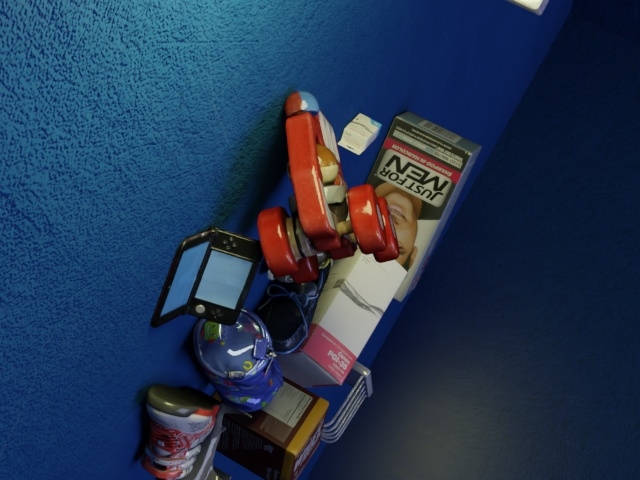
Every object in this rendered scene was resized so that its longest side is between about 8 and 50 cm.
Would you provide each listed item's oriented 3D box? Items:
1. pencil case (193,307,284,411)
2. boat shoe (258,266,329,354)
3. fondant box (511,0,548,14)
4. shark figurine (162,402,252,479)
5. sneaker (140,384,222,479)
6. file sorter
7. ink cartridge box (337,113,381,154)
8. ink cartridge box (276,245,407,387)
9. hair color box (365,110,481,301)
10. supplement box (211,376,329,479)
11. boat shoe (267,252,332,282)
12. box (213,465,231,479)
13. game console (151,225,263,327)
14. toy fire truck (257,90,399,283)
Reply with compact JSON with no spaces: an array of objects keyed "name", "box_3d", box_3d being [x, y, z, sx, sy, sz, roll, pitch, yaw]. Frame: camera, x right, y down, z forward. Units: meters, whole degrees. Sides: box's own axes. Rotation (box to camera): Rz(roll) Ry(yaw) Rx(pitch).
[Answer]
[{"name":"pencil case","box_3d":[-0.130,0.203,1.722,0.306,0.133,0.119,85,22,-70]},{"name":"boat shoe","box_3d":[-0.052,0.095,1.933,0.089,0.109,0.258,95,9,-45]},{"name":"fondant box","box_3d":[0.313,-0.556,1.622,0.330,0.238,0.096,-65,167,13]},{"name":"shark figurine","box_3d":[-0.204,0.398,1.859,0.278,0.116,0.166,-57,171,8]},{"name":"sneaker","box_3d":[-0.234,0.310,1.624,0.145,0.090,0.270,-63,171,-5]},{"name":"file sorter","box_3d":[-0.004,0.349,2.421,0.173,0.193,0.277,-56,167,-13]},{"name":"ink cartridge box","box_3d":[0.071,-0.193,1.871,0.083,0.048,0.028,-49,162,-48]},{"name":"ink cartridge box","box_3d":[0.022,0.146,2.056,0.283,0.117,0.207,-56,-161,-25]},{"name":"hair color box","box_3d":[0.187,-0.075,2.278,0.374,0.185,0.113,-67,167,22]},{"name":"supplement box","box_3d":[-0.106,0.357,2.002,0.129,0.194,0.191,-54,165,-33]},{"name":"boat shoe","box_3d":[0.001,-0.004,1.897,0.305,0.091,0.109,-45,159,-53]},{"name":"box","box_3d":[-0.306,0.616,2.029,0.307,0.076,0.242,-45,159,-54]},{"name":"game console","box_3d":[-0.155,0.063,1.436,0.085,0.124,0.144,-98,-151,-64]},{"name":"toy fire truck","box_3d":[-0.001,-0.082,1.518,0.302,0.169,0.253,31,45,-77]}]
